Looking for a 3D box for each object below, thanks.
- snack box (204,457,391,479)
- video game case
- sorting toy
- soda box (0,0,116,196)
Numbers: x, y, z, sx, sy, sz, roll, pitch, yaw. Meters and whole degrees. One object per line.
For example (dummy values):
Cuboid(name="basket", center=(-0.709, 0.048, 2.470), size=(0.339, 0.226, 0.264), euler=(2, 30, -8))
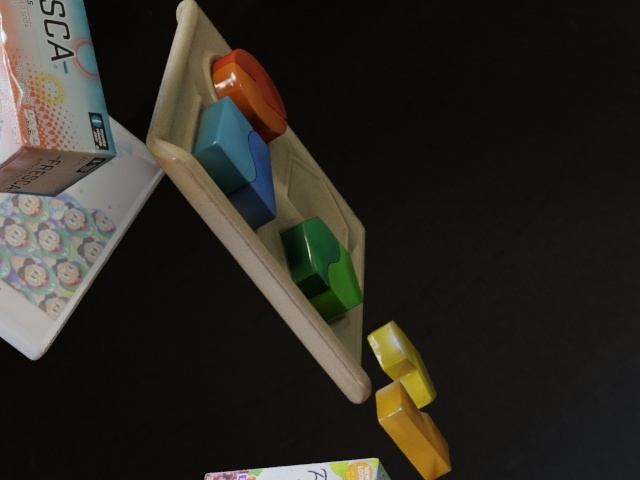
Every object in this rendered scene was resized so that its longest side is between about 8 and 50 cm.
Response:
Cuboid(name="snack box", center=(-0.024, 0.214, 1.148), size=(0.141, 0.100, 0.037), euler=(-8, 139, 21))
Cuboid(name="video game case", center=(-0.178, -0.033, 0.897), size=(0.143, 0.019, 0.157), euler=(39, 51, -13))
Cuboid(name="sorting toy", center=(0.000, 0.000, 1.013), size=(0.041, 0.229, 0.307), euler=(-30, 116, 15))
Cuboid(name="soda box", center=(-0.164, -0.118, 0.829), size=(0.063, 0.058, 0.183), euler=(4, 67, -46))
